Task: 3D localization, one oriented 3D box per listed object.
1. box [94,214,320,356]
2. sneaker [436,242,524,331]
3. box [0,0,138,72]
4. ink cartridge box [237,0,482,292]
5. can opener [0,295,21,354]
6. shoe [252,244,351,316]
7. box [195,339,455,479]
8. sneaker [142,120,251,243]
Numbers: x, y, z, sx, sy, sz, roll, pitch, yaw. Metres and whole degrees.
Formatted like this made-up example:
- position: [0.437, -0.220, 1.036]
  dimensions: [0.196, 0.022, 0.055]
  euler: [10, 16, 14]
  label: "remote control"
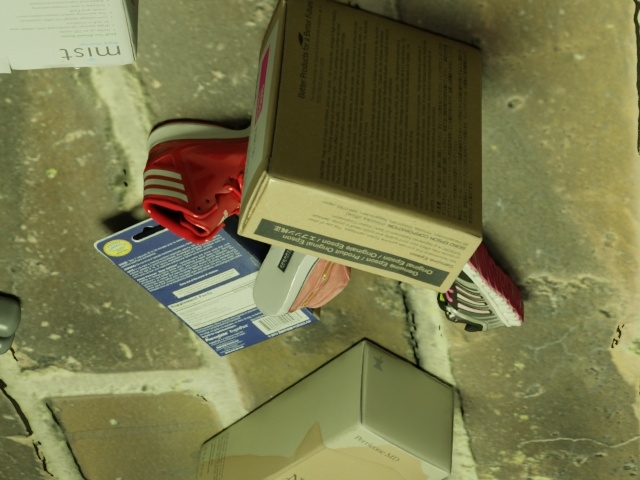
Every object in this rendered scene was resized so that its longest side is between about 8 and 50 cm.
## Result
- position: [-0.117, 0.033, 1.744]
  dimensions: [0.136, 0.036, 0.225]
  euler: [-21, 135, 27]
  label: "box"
- position: [0.147, 0.046, 1.711]
  dimensions: [0.074, 0.063, 0.170]
  euler: [-23, 138, 21]
  label: "sneaker"
- position: [-0.285, -0.246, 1.319]
  dimensions: [0.262, 0.127, 0.231]
  euler: [-2, 151, 1]
  label: "box"
- position: [0.038, -0.088, 1.430]
  dimensions: [0.193, 0.235, 0.088]
  euler: [16, 138, -12]
  label: "ink cartridge box"
- position: [-0.471, 0.082, 1.791]
  dimensions: [0.283, 0.095, 0.076]
  euler: [15, 140, -12]
  label: "can opener"
- position: [0.000, 0.000, 1.681]
  dimensions: [0.081, 0.063, 0.178]
  euler: [-6, 132, -48]
  label: "shoe"
- position: [0.001, 0.253, 1.927]
  dimensions: [0.148, 0.121, 0.311]
  euler: [30, 134, -26]
  label: "box"
- position: [-0.063, -0.049, 1.569]
  dimensions: [0.221, 0.128, 0.087]
  euler: [-5, 140, 14]
  label: "sneaker"
